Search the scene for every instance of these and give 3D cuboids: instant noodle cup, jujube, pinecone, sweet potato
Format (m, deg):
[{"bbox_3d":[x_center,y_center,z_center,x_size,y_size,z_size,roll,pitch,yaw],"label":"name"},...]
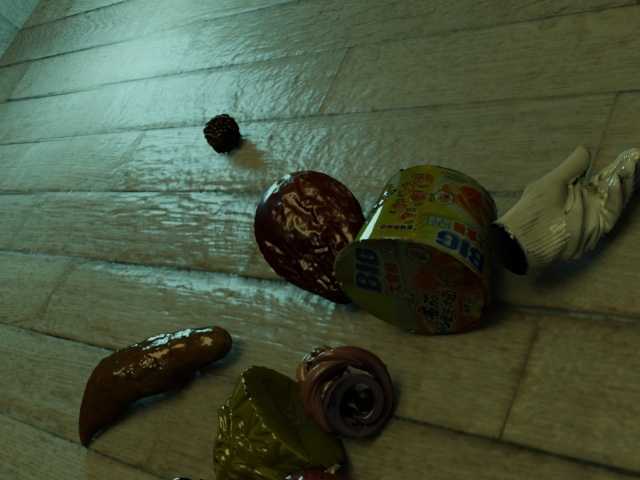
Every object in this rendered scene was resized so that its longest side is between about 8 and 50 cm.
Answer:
[{"bbox_3d":[0.138,0.010,1.143,0.205,0.205,0.153,-10,41,38],"label":"instant noodle cup"},{"bbox_3d":[0.000,0.000,1.309,0.168,0.168,0.236,-44,54,4],"label":"jujube"},{"bbox_3d":[-0.193,-0.216,1.726,0.077,0.077,0.083,-21,36,29],"label":"pinecone"},{"bbox_3d":[-0.292,0.215,1.426,0.354,0.095,0.106,-34,81,21],"label":"sweet potato"}]

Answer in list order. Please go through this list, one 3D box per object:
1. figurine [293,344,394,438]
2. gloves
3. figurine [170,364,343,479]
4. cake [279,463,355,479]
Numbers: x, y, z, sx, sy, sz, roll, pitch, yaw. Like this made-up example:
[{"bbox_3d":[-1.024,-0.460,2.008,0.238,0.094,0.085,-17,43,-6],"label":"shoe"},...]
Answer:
[{"bbox_3d":[0.013,0.190,1.155,0.114,0.126,0.157,-16,22,-37],"label":"figurine"},{"bbox_3d":[0.311,-0.043,1.084,0.229,0.097,0.119,-36,67,-5],"label":"gloves"},{"bbox_3d":[-0.133,0.340,1.157,0.315,0.168,0.187,-50,48,12],"label":"figurine"},{"bbox_3d":[0.007,0.389,0.941,0.151,0.177,0.283,2,64,43],"label":"cake"}]
